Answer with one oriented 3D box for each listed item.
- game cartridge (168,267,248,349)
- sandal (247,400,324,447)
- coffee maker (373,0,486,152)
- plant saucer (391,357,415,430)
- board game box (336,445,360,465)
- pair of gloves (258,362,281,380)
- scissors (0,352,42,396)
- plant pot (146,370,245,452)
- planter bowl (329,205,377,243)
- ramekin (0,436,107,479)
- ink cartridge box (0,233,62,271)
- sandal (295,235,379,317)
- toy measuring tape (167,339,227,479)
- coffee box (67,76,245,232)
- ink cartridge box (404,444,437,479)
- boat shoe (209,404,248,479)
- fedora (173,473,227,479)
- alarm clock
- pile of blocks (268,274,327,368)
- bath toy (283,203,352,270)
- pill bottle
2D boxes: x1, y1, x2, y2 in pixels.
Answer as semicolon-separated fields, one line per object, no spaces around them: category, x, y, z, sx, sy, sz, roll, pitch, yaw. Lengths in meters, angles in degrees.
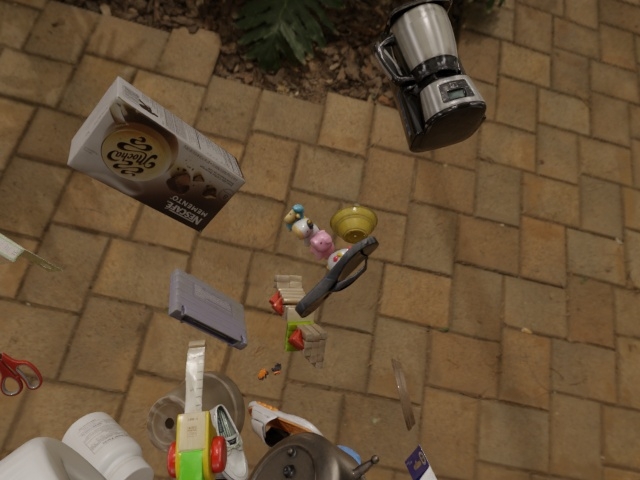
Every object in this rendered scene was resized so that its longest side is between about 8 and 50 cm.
game cartridge;-0.438;0.272;1.680;0.068;0.230;0.355;-41;128;12
sandal;-0.110;0.472;1.064;0.102;0.265;0.076;56;51;-24
coffee maker;0.165;-0.229;0.632;0.120;0.171;0.178;-18;79;19
plant saucer;0.331;0.607;1.696;0.041;0.278;0.278;-13;74;6
board game box;0.063;0.746;1.362;0.133;0.033;0.168;11;37;-9
pair of gloves;-0.169;0.437;1.426;0.083;0.074;0.010;-21;100;-1
scissors;-0.929;0.328;1.238;0.109;0.021;0.297;-26;109;-13
plant pot;-0.493;0.670;1.623;0.323;0.280;0.323;-4;75;17
planter bowl;0.152;-0.048;1.898;0.217;0.217;0.090;5;51;-10
ramekin;-0.307;0.368;0.498;0.277;0.277;0.135;45;63;5
ink cartridge box;-0.918;0.047;1.278;0.235;0.171;0.056;47;56;-32
sandal;0.049;0.093;0.991;0.254;0.097;0.054;-47;69;10
toy measuring tape;-0.255;0.384;0.897;0.121;0.121;0.330;0;61;-12
coffee box;-0.328;-0.165;0.888;0.168;0.297;0.119;-45;41;14
ink cartridge box;0.315;0.772;1.155;0.069;0.176;0.371;-11;50;-17
boat shoe;-0.271;0.589;1.238;0.083;0.076;0.226;-12;57;-45
fedora;-0.392;0.759;1.410;0.244;0.275;0.124;-2;49;-12
alarm clock;-0.036;0.251;0.400;0.064;0.192;0.129;42;46;-21
pile of blocks;-0.094;0.232;1.284;0.113;0.149;0.362;5;31;-23
bath toy;0.000;0.000;1.694;0.348;0.129;0.151;43;24;29
pill bottle;-0.516;0.534;1.041;0.229;0.131;0.131;20;64;33
